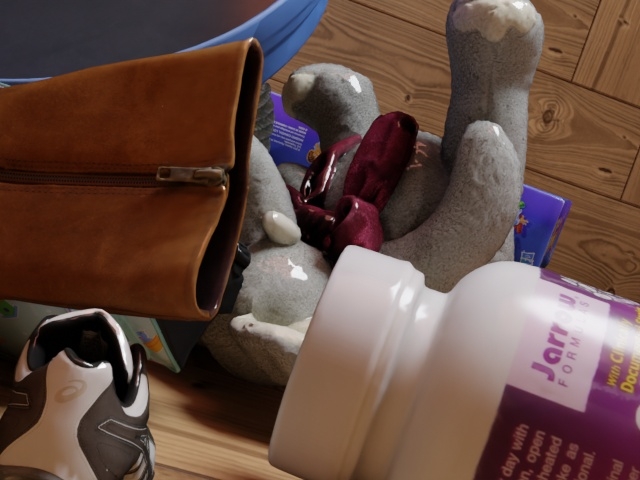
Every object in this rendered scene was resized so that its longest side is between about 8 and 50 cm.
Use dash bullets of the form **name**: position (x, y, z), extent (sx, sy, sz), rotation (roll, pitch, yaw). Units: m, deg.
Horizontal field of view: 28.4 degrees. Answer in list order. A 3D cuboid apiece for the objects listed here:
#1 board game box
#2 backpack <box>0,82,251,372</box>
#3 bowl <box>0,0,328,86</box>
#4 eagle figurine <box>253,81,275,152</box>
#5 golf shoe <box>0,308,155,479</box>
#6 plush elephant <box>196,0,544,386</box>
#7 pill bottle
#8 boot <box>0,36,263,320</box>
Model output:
- **board game box**: position (0.078, -0.065, 1.298), extent (0.347, 0.078, 0.233), rotation (21, 6, 12)
- **backpack**: position (-0.160, -0.004, 0.758), extent (0.188, 0.144, 0.166), rotation (26, -26, 32)
- **bowl**: position (-0.174, -0.216, 0.934), extent (0.391, 0.391, 0.077), rotation (21, -38, 21)
- **eagle figurine**: position (-0.142, -0.114, 1.127), extent (0.226, 0.298, 0.225), rotation (2, -8, -20)
- **golf shoe**: position (-0.104, 0.075, 0.581), extent (0.077, 0.094, 0.198), rotation (17, 4, -9)
- **plush elephant**: position (0.000, 0.000, 0.922), extent (0.255, 0.330, 0.272), rotation (-9, 4, -37)
- **pill bottle**: position (0.134, 0.109, 0.653), extent (0.301, 0.169, 0.169), rotation (20, 5, 5)
- **boot**: position (-0.168, -0.082, 0.648), extent (0.280, 0.264, 0.096), rotation (-5, -29, 20)
